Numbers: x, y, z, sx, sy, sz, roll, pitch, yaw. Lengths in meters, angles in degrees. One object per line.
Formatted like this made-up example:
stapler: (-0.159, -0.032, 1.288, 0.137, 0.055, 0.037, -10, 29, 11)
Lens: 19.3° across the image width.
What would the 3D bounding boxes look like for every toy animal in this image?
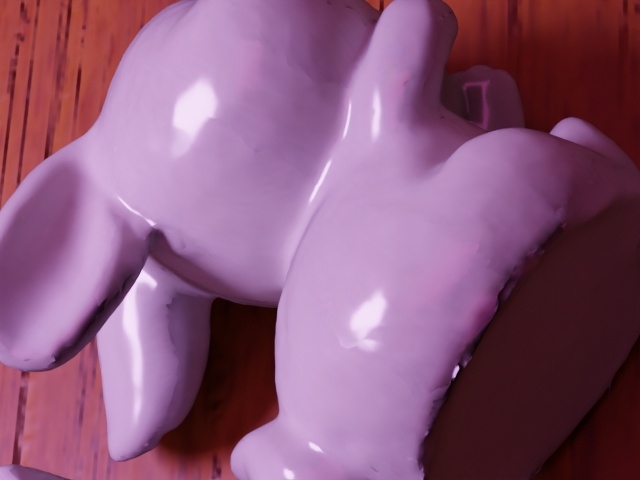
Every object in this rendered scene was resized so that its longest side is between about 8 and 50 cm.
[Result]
toy animal: (0.000, 0.006, 0.605, 0.193, 0.127, 0.178, 25, 82, 29)

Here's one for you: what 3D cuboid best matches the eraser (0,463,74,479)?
eraser: (-0.016, 0.196, 0.530, 0.086, 0.130, 0.287, -42, 59, 8)
